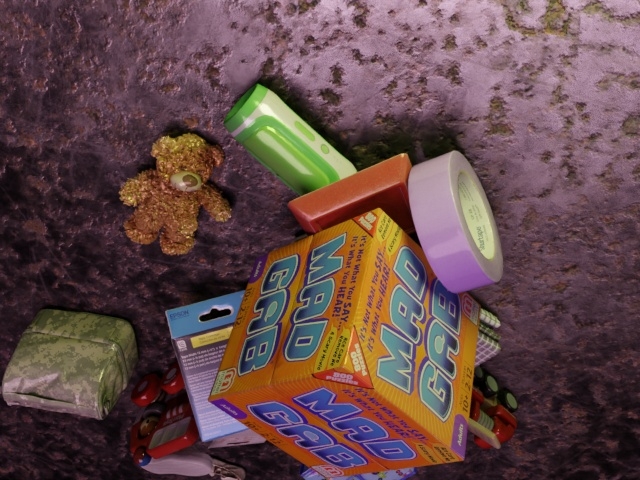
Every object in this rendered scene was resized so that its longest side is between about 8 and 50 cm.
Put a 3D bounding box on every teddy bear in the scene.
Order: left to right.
[{"bbox_3d":[-0.335,-0.086,1.724,0.245,0.113,0.338,38,126,-19],"label":"teddy bear"}]

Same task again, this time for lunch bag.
[{"bbox_3d":[-0.678,0.347,2.043,0.305,0.256,0.213,9,128,6],"label":"lunch bag"},{"bbox_3d":[0.122,0.637,2.188,0.293,0.138,0.221,-31,115,17],"label":"lunch bag"}]

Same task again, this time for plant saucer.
[{"bbox_3d":[0.092,-0.048,1.582,0.259,0.048,0.258,-22,148,7],"label":"plant saucer"}]

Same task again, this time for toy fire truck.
[{"bbox_3d":[-0.425,0.496,2.101,0.302,0.254,0.169,-28,117,29],"label":"toy fire truck"},{"bbox_3d":[0.403,0.446,1.878,0.217,0.246,0.158,42,125,-19],"label":"toy fire truck"}]

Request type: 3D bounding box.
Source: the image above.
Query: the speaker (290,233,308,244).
[{"bbox_3d":[0.000,0.000,1.749,0.136,0.055,0.055,-20,120,26],"label":"speaker"}]

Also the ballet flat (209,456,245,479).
[{"bbox_3d":[-0.318,0.723,2.382,0.168,0.052,0.057,15,129,2],"label":"ballet flat"}]

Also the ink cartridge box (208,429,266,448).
[{"bbox_3d":[-0.221,0.539,2.186,0.181,0.056,0.225,1,151,-21],"label":"ink cartridge box"}]

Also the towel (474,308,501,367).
[{"bbox_3d":[0.266,0.250,1.819,0.235,0.121,0.283,31,128,-25],"label":"towel"}]

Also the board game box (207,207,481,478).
[{"bbox_3d":[0.062,0.222,1.520,0.356,0.356,0.356,-21,129,38],"label":"board game box"}]

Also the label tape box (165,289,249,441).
[{"bbox_3d":[-0.226,0.308,1.937,0.249,0.115,0.348,-16,93,1],"label":"label tape box"}]

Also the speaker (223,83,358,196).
[{"bbox_3d":[-0.055,-0.186,1.572,0.296,0.131,0.131,40,125,-18],"label":"speaker"}]

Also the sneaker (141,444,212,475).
[{"bbox_3d":[-0.404,0.595,2.220,0.292,0.169,0.108,-10,134,40],"label":"sneaker"}]

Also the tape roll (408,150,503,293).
[{"bbox_3d":[0.274,-0.037,1.515,0.090,0.275,0.275,-20,120,26],"label":"tape roll"}]
